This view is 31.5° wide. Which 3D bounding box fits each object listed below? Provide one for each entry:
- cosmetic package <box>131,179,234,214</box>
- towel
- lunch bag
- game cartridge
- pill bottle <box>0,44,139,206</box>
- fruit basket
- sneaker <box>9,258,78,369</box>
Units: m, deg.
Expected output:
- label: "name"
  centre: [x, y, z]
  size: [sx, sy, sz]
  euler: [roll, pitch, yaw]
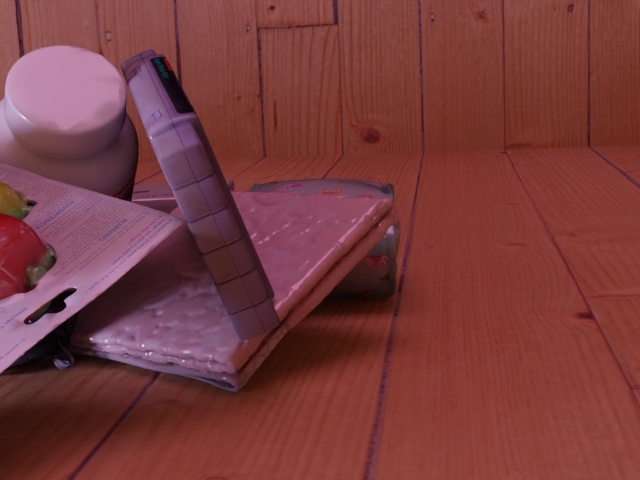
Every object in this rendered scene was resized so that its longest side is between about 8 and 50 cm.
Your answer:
- label: "cosmetic package"
  centre: [-0.206, -0.002, 1.659]
  size: [0.151, 0.151, 0.183]
  euler: [-3, 10, 4]
- label: "towel"
  centre: [-0.117, 0.042, 1.340]
  size: [0.332, 0.053, 0.317]
  euler: [5, 39, 41]
- label: "lunch bag"
  centre: [0.000, 0.000, 1.580]
  size: [0.224, 0.160, 0.262]
  euler: [-1, 10, 3]
- label: "game cartridge"
  centre: [-0.137, -0.068, 1.245]
  size: [0.068, 0.230, 0.355]
  euler: [-20, 28, -7]
- label: "pill bottle"
  centre: [-0.310, -0.078, 1.351]
  size: [0.176, 0.176, 0.318]
  euler: [-6, -32, -19]
- label: "fruit basket"
  centre: [-0.361, 0.034, 1.081]
  size: [0.353, 0.165, 0.327]
  euler: [20, 44, 27]
- label: "sneaker"
  centre: [-0.388, 0.067, 1.291]
  size: [0.269, 0.153, 0.101]
  euler: [12, 15, 20]
